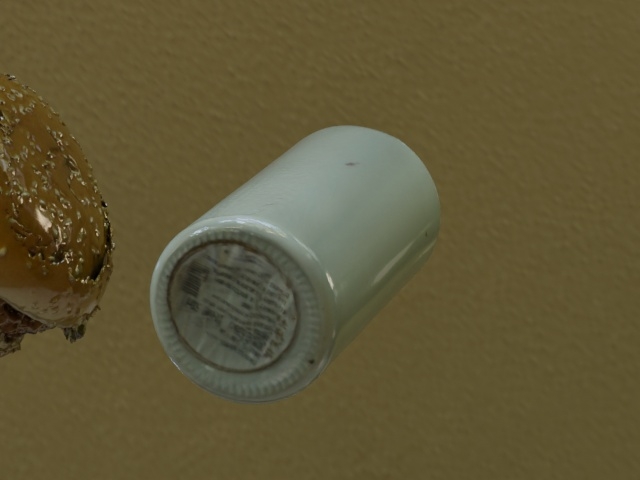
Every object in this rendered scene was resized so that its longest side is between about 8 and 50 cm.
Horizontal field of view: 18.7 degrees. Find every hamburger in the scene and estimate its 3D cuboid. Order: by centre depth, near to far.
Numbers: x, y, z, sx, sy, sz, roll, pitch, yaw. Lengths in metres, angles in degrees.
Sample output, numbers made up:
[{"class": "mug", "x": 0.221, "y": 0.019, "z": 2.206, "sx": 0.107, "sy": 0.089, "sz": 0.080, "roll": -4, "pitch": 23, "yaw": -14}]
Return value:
[{"class": "hamburger", "x": -0.210, "y": -0.026, "z": 1.223, "sx": 0.118, "sy": 0.191, "sz": 0.182, "roll": -25, "pitch": -40, "yaw": 12}]

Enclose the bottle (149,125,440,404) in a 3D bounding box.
[{"class": "bottle", "x": 0.000, "y": 0.000, "z": 1.070, "sx": 0.245, "sy": 0.104, "sz": 0.104, "roll": -41, "pitch": -33, "yaw": -62}]
